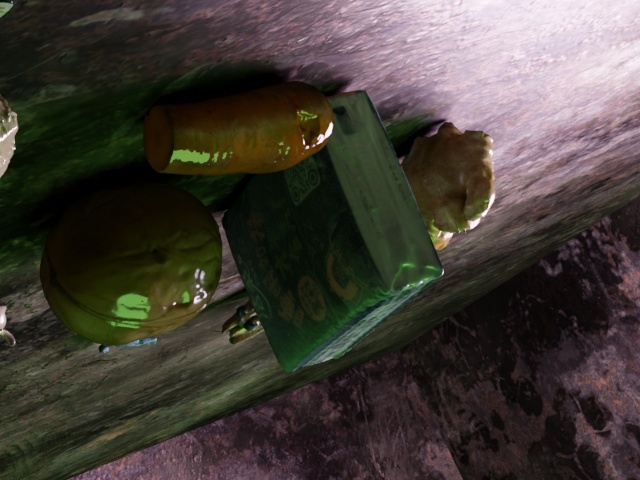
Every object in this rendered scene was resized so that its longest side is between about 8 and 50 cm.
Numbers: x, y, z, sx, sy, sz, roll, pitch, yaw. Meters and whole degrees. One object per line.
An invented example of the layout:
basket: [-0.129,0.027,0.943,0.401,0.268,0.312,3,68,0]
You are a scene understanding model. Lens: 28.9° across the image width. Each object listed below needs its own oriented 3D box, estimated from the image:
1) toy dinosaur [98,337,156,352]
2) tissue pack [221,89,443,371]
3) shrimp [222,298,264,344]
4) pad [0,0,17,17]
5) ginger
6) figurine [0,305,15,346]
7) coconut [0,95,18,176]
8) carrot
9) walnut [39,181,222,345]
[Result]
toy dinosaur: [-0.291,0.141,1.862,0.080,0.045,0.197,-8,165,-27]
tissue pack: [0.000,0.000,1.409,0.103,0.228,0.315,-14,165,-27]
shrimp: [-0.028,0.083,2.105,0.317,0.077,0.168,-27,171,-7]
pad: [-0.232,-0.169,0.734,0.116,0.004,0.193,-34,165,31]
ginger: [0.161,-0.069,1.653,0.102,0.157,0.216,0,163,-30]
figurine: [-0.403,0.109,1.477,0.047,0.050,0.083,-41,162,35]
coconut: [-0.270,-0.072,0.805,0.116,0.122,0.116,-58,180,0]
carrot: [-0.075,-0.100,1.172,0.193,0.087,0.087,-18,166,-36]
walnut: [-0.190,0.022,1.275,0.207,0.167,0.167,-15,165,-46]
